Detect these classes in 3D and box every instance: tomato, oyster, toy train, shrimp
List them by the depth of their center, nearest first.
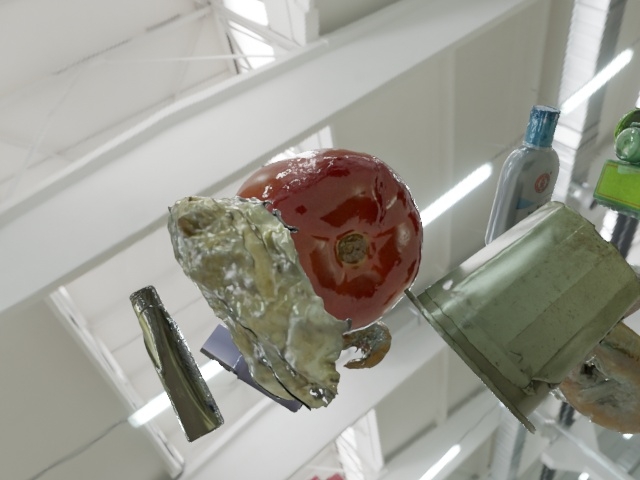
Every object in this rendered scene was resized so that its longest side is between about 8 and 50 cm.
[{"bbox_3d":[-0.057,0.036,0.464,0.072,0.208,0.133,-9,-22,-36],"label":"oyster"},{"bbox_3d":[0.000,0.000,0.924,0.299,0.226,0.298,-9,-72,-27],"label":"tomato"},{"bbox_3d":[0.441,0.198,0.998,0.168,0.317,0.077,-49,0,24],"label":"shrimp"},{"bbox_3d":[0.605,-0.113,1.037,0.272,0.159,0.188,9,-76,-19],"label":"toy train"},{"bbox_3d":[0.094,0.269,1.578,0.188,0.132,0.051,-22,-43,-5],"label":"shrimp"}]

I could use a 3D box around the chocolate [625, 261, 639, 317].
[{"bbox_3d":[0.528,0.079,1.221,0.254,0.080,0.156,9,-38,-13],"label":"chocolate"}]

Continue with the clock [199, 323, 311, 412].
[{"bbox_3d":[-0.123,0.249,1.200,0.193,0.145,0.073,43,-106,-36],"label":"clock"}]

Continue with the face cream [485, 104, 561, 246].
[{"bbox_3d":[0.469,-0.134,1.391,0.163,0.080,0.336,-9,-60,-31],"label":"face cream"}]

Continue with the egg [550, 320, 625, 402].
[{"bbox_3d":[0.625,0.263,1.517,0.279,0.279,0.310,-47,-46,-6],"label":"egg"}]

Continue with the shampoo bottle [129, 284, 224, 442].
[{"bbox_3d":[-0.324,0.267,1.364,0.084,0.349,0.125,-28,-8,1],"label":"shampoo bottle"}]

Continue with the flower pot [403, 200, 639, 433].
[{"bbox_3d":[0.240,0.078,0.701,0.203,0.212,0.212,-39,-37,4],"label":"flower pot"}]
